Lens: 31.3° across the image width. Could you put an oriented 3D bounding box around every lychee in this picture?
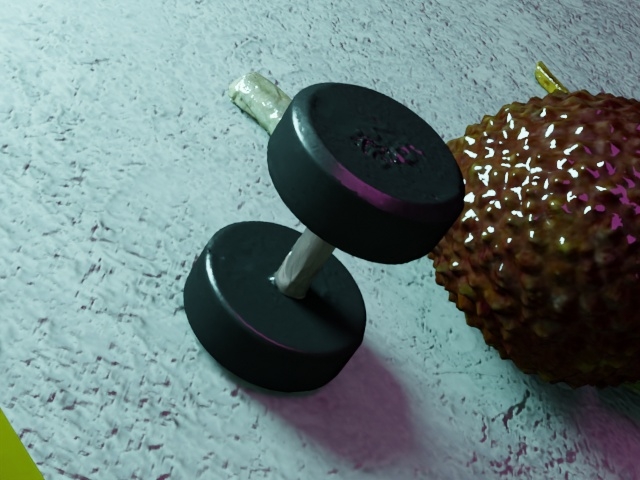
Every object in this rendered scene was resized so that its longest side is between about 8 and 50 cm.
[{"bbox_3d":[0.239,-0.004,1.054,0.304,0.276,0.275,27,35,17],"label":"lychee"}]

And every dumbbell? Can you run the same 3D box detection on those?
[{"bbox_3d":[0.000,0.000,0.901,0.152,0.218,0.153,21,38,-18],"label":"dumbbell"}]

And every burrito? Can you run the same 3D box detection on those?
[{"bbox_3d":[-0.026,-0.110,1.147,0.051,0.042,0.171,-29,68,-39],"label":"burrito"}]

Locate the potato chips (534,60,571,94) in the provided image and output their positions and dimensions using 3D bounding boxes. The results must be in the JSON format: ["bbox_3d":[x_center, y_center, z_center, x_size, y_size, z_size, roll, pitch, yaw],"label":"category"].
[{"bbox_3d":[0.350,-0.161,1.501,0.204,0.026,0.037,47,36,17],"label":"potato chips"}]

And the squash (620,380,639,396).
[{"bbox_3d":[0.369,0.099,1.131,0.123,0.170,0.170,39,36,-14],"label":"squash"}]

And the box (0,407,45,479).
[{"bbox_3d":[-0.223,0.174,0.662,0.153,0.041,0.279,-15,59,-48],"label":"box"}]
